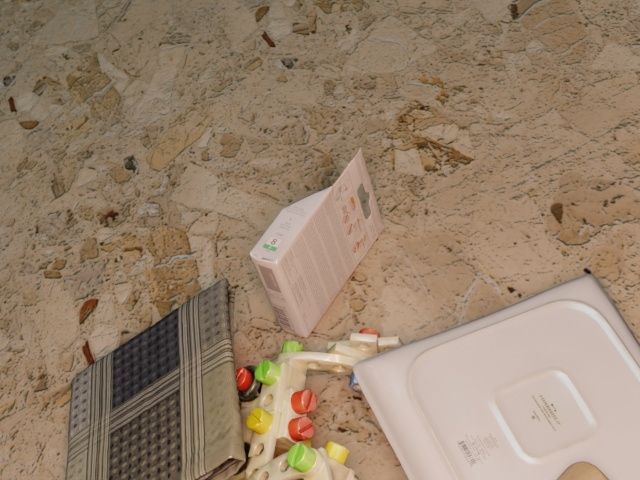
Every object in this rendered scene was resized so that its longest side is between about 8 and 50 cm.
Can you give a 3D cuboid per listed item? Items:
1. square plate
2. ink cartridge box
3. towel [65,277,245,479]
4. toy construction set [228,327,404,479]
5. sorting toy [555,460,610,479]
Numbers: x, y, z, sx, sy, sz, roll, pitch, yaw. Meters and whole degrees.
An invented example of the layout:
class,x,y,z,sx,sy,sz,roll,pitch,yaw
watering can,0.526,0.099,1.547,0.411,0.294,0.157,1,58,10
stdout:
class,x,y,z,sx,sy,sz,roll,pitch,yaw
square plate,0.259,0.213,1.255,0.344,0.049,0.347,-19,54,-13
ink cartridge box,0.000,0.000,1.533,0.056,0.181,0.225,17,58,28
towel,-0.218,0.239,1.425,0.312,0.056,0.324,-33,37,21
toy construction set,-0.016,0.231,1.351,0.215,0.151,0.328,-21,31,38
sorting toy,0.319,0.346,1.123,0.307,0.041,0.229,-42,83,-17
